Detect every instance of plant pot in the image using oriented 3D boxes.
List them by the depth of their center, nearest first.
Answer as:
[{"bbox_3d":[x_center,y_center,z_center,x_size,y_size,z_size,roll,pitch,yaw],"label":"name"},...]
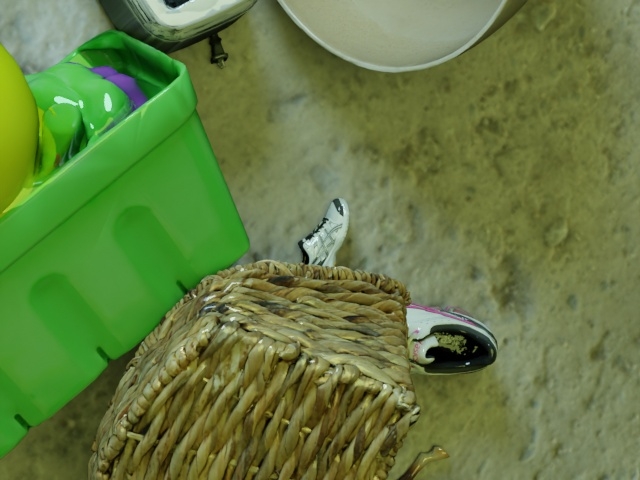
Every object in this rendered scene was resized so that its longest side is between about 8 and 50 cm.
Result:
[{"bbox_3d":[0.099,-0.299,1.238,0.191,0.284,0.284,-27,101,-46],"label":"plant pot"}]

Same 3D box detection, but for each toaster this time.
[{"bbox_3d":[-0.128,-0.243,1.225,0.129,0.146,0.227,-25,99,-10],"label":"toaster"}]

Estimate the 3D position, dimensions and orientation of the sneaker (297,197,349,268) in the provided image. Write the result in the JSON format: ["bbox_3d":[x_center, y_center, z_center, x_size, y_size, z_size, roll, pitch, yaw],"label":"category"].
[{"bbox_3d":[0.000,0.000,1.328,0.037,0.032,0.083,17,89,-14],"label":"sneaker"}]

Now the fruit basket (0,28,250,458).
[{"bbox_3d":[-0.278,-0.048,1.128,0.392,0.283,0.392,-6,107,-22],"label":"fruit basket"}]

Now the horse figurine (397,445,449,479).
[{"bbox_3d":[0.097,0.299,1.336,0.174,0.066,0.263,-39,86,-9],"label":"horse figurine"}]

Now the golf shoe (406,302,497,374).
[{"bbox_3d":[0.067,0.083,1.322,0.186,0.086,0.067,3,95,-12],"label":"golf shoe"}]

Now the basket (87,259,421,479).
[{"bbox_3d":[-0.070,0.162,1.200,0.213,0.223,0.299,20,111,-8],"label":"basket"}]
